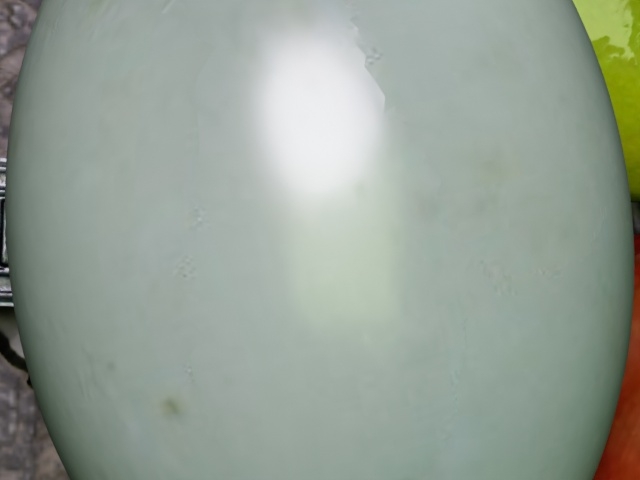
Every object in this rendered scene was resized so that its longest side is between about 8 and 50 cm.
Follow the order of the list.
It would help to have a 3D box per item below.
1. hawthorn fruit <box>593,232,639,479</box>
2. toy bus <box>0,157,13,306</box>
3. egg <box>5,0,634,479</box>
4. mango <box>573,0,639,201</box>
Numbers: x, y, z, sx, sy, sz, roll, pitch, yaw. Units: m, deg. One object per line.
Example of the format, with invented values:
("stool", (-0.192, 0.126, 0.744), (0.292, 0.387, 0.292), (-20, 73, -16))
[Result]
("hawthorn fruit", (0.237, 0.131, 0.711), (0.295, 0.295, 0.311), (18, 86, -10))
("toy bus", (-0.177, -0.005, 0.731), (0.194, 0.089, 0.087), (2, 91, -15))
("egg", (0.000, 0.000, 0.610), (0.276, 0.276, 0.389), (-9, 99, -9))
("mango", (0.115, -0.162, 0.744), (0.343, 0.156, 0.192), (45, 74, -5))
